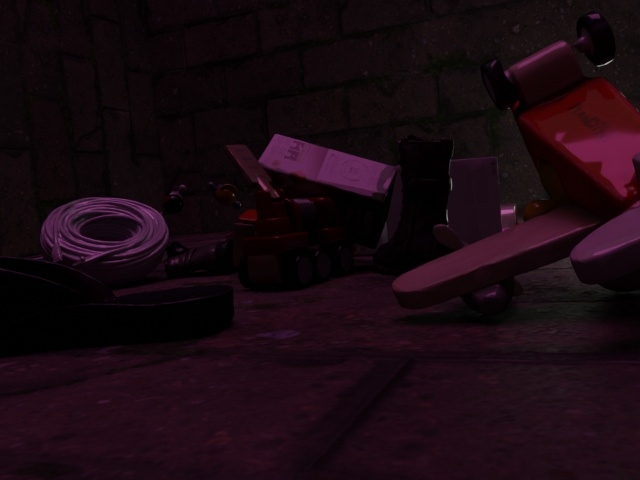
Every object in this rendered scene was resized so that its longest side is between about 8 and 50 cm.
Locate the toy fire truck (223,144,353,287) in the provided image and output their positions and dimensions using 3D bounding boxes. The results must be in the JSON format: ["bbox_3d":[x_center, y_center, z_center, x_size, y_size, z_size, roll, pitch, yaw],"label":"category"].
[{"bbox_3d":[-0.064,-0.050,1.085,0.159,0.246,0.217,-2,5,32],"label":"toy fire truck"}]

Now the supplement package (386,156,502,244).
[{"bbox_3d":[0.251,-0.067,1.301,0.203,0.194,0.149,-5,3,-10],"label":"supplement package"}]

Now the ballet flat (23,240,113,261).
[{"bbox_3d":[-0.553,0.057,1.378,0.281,0.095,0.096,-7,-8,-30],"label":"ballet flat"}]

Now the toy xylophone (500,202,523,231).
[{"bbox_3d":[0.423,-0.048,1.628,0.236,0.081,0.323,-3,4,27],"label":"toy xylophone"}]

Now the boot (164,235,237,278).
[{"bbox_3d":[-0.245,0.033,1.418,0.161,0.083,0.246,-10,1,14],"label":"boot"}]

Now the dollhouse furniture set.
[{"bbox_3d":[-0.046,-0.042,1.353,0.259,0.135,0.262,6,19,9],"label":"dollhouse furniture set"}]

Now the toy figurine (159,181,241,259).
[{"bbox_3d":[-0.294,-0.039,1.551,0.213,0.209,0.148,-7,10,-13],"label":"toy figurine"}]

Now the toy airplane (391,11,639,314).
[{"bbox_3d":[0.313,-0.037,0.641,0.386,0.272,0.384,10,51,44],"label":"toy airplane"}]

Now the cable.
[{"bbox_3d":[-0.452,-0.001,1.317,0.257,0.089,0.257,-8,35,-32],"label":"cable"}]

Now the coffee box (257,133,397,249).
[{"bbox_3d":[0.009,-0.094,1.196,0.247,0.141,0.098,17,52,11],"label":"coffee box"}]

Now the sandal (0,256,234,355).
[{"bbox_3d":[-0.328,0.067,0.738,0.446,0.107,0.167,-6,4,-5],"label":"sandal"}]

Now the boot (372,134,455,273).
[{"bbox_3d":[0.157,-0.058,1.031,0.091,0.228,0.263,-7,4,-20],"label":"boot"}]

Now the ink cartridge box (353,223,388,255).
[{"bbox_3d":[0.094,-0.032,1.499,0.176,0.128,0.127,-4,4,30],"label":"ink cartridge box"}]
